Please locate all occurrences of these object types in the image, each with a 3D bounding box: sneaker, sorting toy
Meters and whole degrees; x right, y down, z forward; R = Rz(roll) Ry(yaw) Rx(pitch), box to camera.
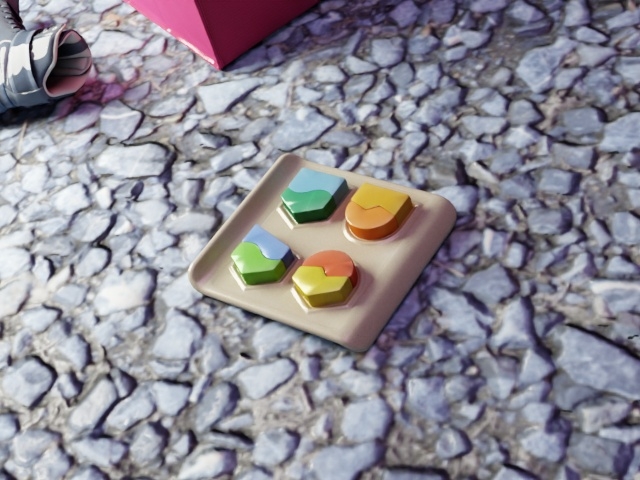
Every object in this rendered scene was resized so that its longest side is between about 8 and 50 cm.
[{"bbox_3d":[-0.350,-0.248,1.410,0.163,0.086,0.226,-13,56,19],"label":"sneaker"},{"bbox_3d":[0.000,0.000,1.135,0.208,0.038,0.193,20,57,29],"label":"sorting toy"}]

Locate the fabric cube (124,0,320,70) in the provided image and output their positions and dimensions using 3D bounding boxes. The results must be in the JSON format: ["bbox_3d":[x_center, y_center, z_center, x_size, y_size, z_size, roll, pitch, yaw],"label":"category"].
[{"bbox_3d":[-0.123,-0.411,1.391,0.258,0.254,0.259,-38,51,-16],"label":"fabric cube"}]
